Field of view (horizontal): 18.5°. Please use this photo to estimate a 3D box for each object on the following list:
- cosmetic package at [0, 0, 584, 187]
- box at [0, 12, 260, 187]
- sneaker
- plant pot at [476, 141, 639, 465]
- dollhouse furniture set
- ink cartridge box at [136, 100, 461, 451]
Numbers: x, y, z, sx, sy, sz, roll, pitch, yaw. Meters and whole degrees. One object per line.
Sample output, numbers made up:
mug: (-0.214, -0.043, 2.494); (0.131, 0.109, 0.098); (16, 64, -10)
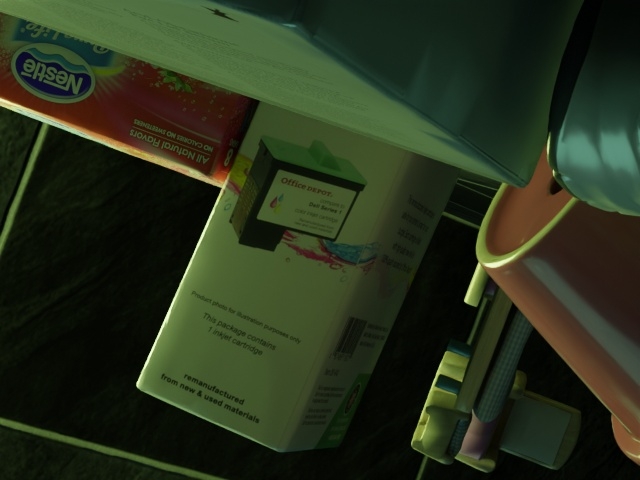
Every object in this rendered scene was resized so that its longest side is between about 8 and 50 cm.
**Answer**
cosmetic package: (-0.108, -0.140, 0.764); (0.377, 0.097, 0.284); (20, -179, 21)
box: (-0.155, -0.136, 1.372); (0.257, 0.128, 0.122); (21, 180, 12)
sneaker: (0.205, -0.021, 0.822); (0.129, 0.111, 0.297); (13, 177, 34)
plant pot: (0.192, 0.013, 1.046); (0.180, 0.201, 0.201); (37, 176, -12)
dollhouse furniture set: (0.196, 0.080, 1.423); (0.198, 0.286, 0.303); (20, -169, 5)
ink cartridge box: (0.000, 0.000, 1.384); (0.117, 0.278, 0.201); (24, 180, 13)
